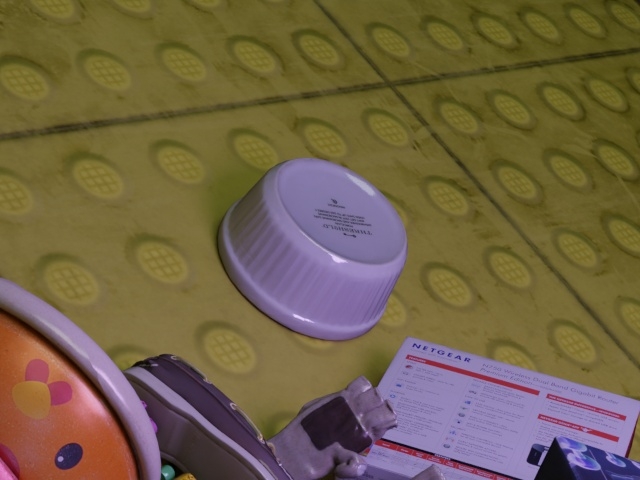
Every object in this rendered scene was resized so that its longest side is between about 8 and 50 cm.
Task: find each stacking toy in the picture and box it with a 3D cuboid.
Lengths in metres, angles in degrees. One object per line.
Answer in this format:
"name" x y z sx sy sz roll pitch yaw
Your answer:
"stacking toy" -0.408 0.290 1.633 0.350 0.350 0.480 36 52 2

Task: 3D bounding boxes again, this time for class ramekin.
"ramekin" 0.000 0.000 2.413 0.272 0.127 0.273 23 35 -17

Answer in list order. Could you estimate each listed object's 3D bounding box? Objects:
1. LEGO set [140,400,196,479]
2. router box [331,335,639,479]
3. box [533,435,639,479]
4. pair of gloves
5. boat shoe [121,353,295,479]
"LEGO set" -0.172 0.278 1.961 0.227 0.093 0.087 42 35 11
"router box" 0.220 0.272 2.197 0.335 0.082 0.301 15 31 14
"box" 0.417 0.415 1.851 0.395 0.212 0.293 18 17 -13
"pair of gloves" 0.034 0.296 2.053 0.240 0.204 0.042 52 0 29
"boat shoe" -0.107 0.255 2.029 0.324 0.117 0.096 39 37 17
